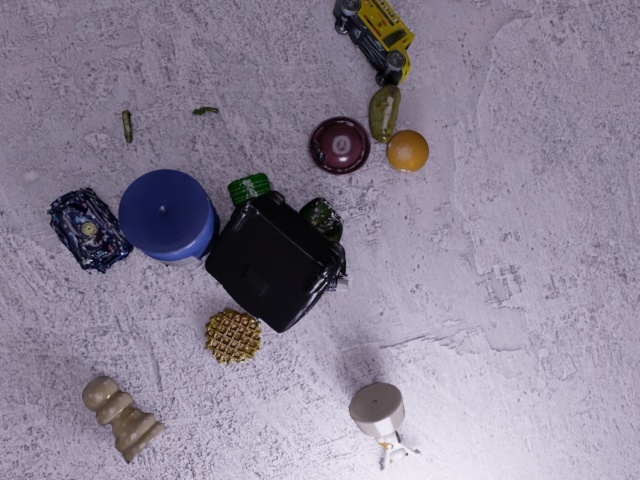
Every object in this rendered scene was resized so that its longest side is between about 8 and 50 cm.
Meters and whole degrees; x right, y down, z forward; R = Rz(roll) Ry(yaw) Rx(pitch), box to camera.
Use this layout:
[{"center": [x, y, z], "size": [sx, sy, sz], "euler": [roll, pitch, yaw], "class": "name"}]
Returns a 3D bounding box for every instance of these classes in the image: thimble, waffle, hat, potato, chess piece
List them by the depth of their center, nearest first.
[{"center": [-0.608, 0.524, 1.406], "size": [0.143, 0.143, 0.261], "euler": [-44, 90, -5], "class": "chess piece"}, {"center": [-0.222, -0.155, 1.463], "size": [0.130, 0.118, 0.090], "euler": [-16, 95, 20], "class": "thimble"}, {"center": [-0.279, 0.306, 1.487], "size": [0.191, 0.038, 0.190], "euler": [0, 90, -7], "class": "waffle"}, {"center": [0.065, -0.309, 1.509], "size": [0.206, 0.089, 0.205], "euler": [0, 90, -6], "class": "hat"}, {"center": [0.208, -0.413, 1.528], "size": [0.085, 0.105, 0.187], "euler": [5, 91, -49], "class": "potato"}]

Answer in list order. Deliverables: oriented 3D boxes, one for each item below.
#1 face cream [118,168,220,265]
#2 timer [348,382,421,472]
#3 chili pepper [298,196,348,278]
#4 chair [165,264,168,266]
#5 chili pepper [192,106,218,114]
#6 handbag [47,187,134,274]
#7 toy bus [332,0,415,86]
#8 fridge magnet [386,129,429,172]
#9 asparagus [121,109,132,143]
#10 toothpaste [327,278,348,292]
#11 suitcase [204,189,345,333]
[{"center": [-0.430, -0.057, 1.369], "size": [0.249, 0.225, 0.248], "euler": [1, 79, -5], "class": "face cream"}, {"center": [0.214, 0.615, 1.499], "size": [0.175, 0.175, 0.265], "euler": [-24, 108, -6], "class": "timer"}, {"center": [0.001, -0.004, 1.495], "size": [0.148, 0.116, 0.264], "euler": [-11, 91, 10], "class": "chili pepper"}, {"center": [-0.469, 0.067, 1.469], "size": [0.086, 0.037, 0.042], "euler": [27, 74, -1], "class": "chair"}, {"center": [-0.369, -0.415, 1.495], "size": [0.084, 0.022, 0.027], "euler": [-7, 89, -10], "class": "chili pepper"}, {"center": [-0.695, -0.028, 1.410], "size": [0.162, 0.113, 0.260], "euler": [-32, 100, 1], "class": "handbag"}, {"center": [0.185, -0.659, 1.500], "size": [0.152, 0.144, 0.330], "euler": [-39, 91, -9], "class": "toy bus"}, {"center": [0.287, -0.294, 1.546], "size": [0.143, 0.063, 0.142], "euler": [0, 89, -5], "class": "fridge magnet"}, {"center": [-0.605, -0.357, 1.468], "size": [0.025, 0.021, 0.108], "euler": [-6, 90, -7], "class": "asparagus"}, {"center": [-0.007, 0.131, 1.520], "size": [0.194, 0.045, 0.071], "euler": [8, 80, 0], "class": "toothpaste"}, {"center": [-0.140, 0.069, 1.381], "size": [0.345, 0.188, 0.339], "euler": [40, 116, 4], "class": "suitcase"}]
